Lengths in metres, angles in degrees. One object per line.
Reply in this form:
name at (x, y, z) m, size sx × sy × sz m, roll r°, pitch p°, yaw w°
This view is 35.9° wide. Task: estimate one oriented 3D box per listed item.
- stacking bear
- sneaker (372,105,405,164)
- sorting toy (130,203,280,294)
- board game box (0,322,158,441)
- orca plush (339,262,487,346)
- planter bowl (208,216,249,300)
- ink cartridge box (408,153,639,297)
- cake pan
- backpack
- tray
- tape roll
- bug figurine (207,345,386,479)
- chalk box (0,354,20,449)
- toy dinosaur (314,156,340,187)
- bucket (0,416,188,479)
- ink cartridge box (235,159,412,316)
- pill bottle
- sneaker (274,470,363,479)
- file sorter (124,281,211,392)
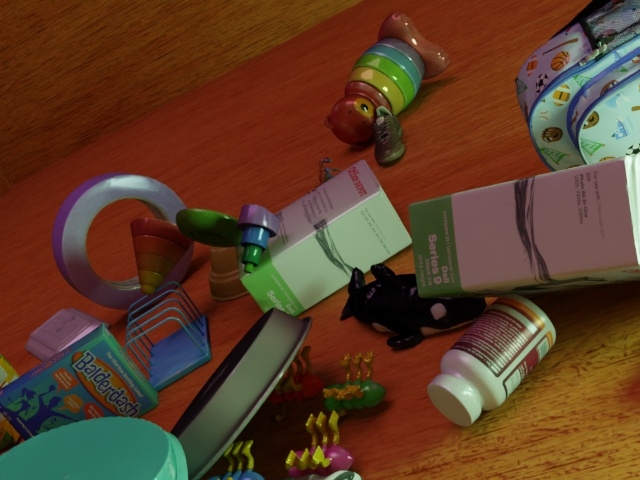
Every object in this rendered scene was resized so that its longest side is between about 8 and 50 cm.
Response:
stacking bear at (0.125, -0.331, 2.184) m, size 0.289 × 0.175 × 0.164 m, roll -53°, pitch 9°, yaw -24°
sneaker at (0.129, -0.217, 2.032) m, size 0.066 × 0.071 × 0.188 m, roll -27°, pitch 21°, yaw 15°
sorting toy at (-0.210, 0.026, 1.678) m, size 0.365 × 0.127 × 0.126 m, roll -8°, pitch 63°, yaw 46°
board game box at (-0.395, 0.257, 1.607) m, size 0.210 × 0.160 × 0.047 m, roll -33°, pitch 21°, yaw 0°
orca plush at (0.109, 0.060, 1.408) m, size 0.151 × 0.102 × 0.287 m, roll -38°, pitch 22°, yaw -15°
planter bowl at (-0.143, 0.013, 1.885) m, size 0.217 × 0.090 × 0.217 m, roll -28°, pitch 21°, yaw 12°
ink cartridge box at (0.282, -0.006, 1.153) m, size 0.289 × 0.121 × 0.211 m, roll -12°, pitch -10°, yaw 44°
cake pan at (-0.120, 0.204, 1.324) m, size 0.293 × 0.054 × 0.293 m, roll -51°, pitch 4°, yaw 5°
backpack at (0.414, -0.193, 1.364) m, size 0.263 × 0.276 × 0.213 m, roll -25°, pitch 35°, yaw 27°
tray at (-0.557, 0.201, 2.138) m, size 0.145 × 0.030 × 0.270 m, roll -40°, pitch 22°, yaw -22°
tape roll at (-0.401, 0.000, 2.016) m, size 0.275 × 0.275 × 0.090 m, roll -40°, pitch 23°, yaw -18°
bug figurine at (-0.032, 0.241, 1.253) m, size 0.216 × 0.072 × 0.279 m, roll -14°, pitch 25°, yaw 33°
chalk box at (-0.665, 0.332, 1.858) m, size 0.213 × 0.132 × 0.132 m, roll -25°, pitch 22°, yaw 19°
toy dinosaur at (0.012, -0.141, 2.031) m, size 0.047 × 0.090 × 0.082 m, roll -36°, pitch 63°, yaw 19°
bucket at (-0.259, 0.336, 1.109) m, size 0.281 × 0.183 × 0.281 m, roll -11°, pitch 20°, yaw 4°
ink cartridge box at (0.000, 0.000, 1.675) m, size 0.273 × 0.115 × 0.198 m, roll -32°, pitch 21°, yaw 5°
pill bottle at (0.195, 0.139, 1.139) m, size 0.152 × 0.086 × 0.086 m, roll -42°, pitch 23°, yaw -24°
sneaker at (-0.077, 0.351, 1.062) m, size 0.281 × 0.106 × 0.162 m, roll -34°, pitch 13°, yaw -31°
file sorter at (-0.269, 0.161, 1.716) m, size 0.118 × 0.104 × 0.170 m, roll -31°, pitch 21°, yaw 3°
